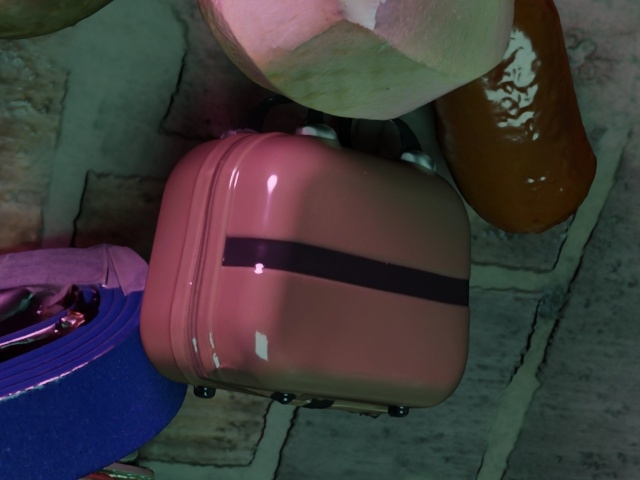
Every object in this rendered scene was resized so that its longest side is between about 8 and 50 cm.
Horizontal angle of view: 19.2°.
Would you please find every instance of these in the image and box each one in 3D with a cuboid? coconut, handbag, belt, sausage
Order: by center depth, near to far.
[{"bbox_3d":[0.038,-0.221,1.444,0.259,0.259,0.259,-8,123,-12],"label":"coconut"},{"bbox_3d":[0.000,0.000,1.572,0.302,0.149,0.283,13,78,-49],"label":"handbag"},{"bbox_3d":[-0.290,0.121,1.577,0.347,0.212,0.117,-17,123,-2],"label":"belt"},{"bbox_3d":[0.158,-0.116,1.618,0.133,0.133,0.258,-20,126,-4],"label":"sausage"}]

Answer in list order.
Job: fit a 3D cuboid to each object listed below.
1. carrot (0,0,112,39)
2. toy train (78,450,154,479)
[{"bbox_3d":[-0.245,-0.316,1.314,0.224,0.224,0.340,-24,125,-2],"label":"carrot"},{"bbox_3d":[-0.231,0.222,1.712,0.176,0.118,0.074,15,118,-22],"label":"toy train"}]
